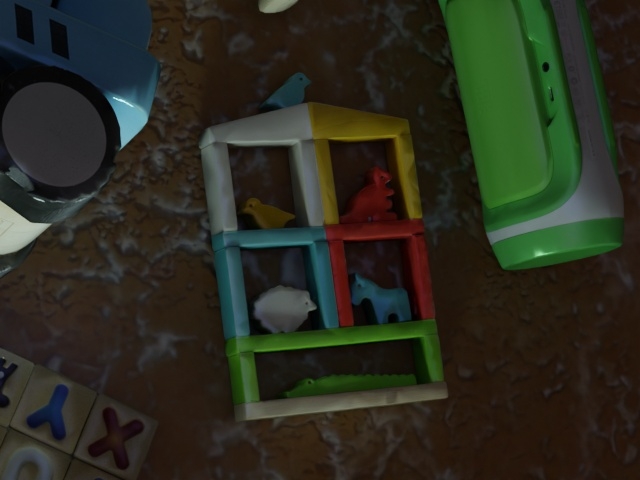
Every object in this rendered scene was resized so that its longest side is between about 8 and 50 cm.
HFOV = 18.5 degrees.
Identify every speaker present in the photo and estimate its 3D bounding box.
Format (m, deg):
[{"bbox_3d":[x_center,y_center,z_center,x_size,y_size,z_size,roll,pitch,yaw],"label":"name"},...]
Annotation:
[{"bbox_3d":[0.184,-0.129,1.737,0.131,0.131,0.297,-8,83,-26],"label":"speaker"}]

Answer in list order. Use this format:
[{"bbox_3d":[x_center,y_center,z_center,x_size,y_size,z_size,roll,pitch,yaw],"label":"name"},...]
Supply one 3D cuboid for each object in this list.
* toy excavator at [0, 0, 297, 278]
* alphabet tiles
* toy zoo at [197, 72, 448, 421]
[{"bbox_3d":[-0.202,-0.188,1.543,0.433,0.222,0.445,22,62,-20],"label":"toy excavator"},{"bbox_3d":[-0.260,0.260,1.516,0.285,0.011,0.343,27,69,-18],"label":"alphabet tiles"},{"bbox_3d":[0.000,0.000,1.678,0.192,0.030,0.293,-3,81,-25],"label":"toy zoo"}]
